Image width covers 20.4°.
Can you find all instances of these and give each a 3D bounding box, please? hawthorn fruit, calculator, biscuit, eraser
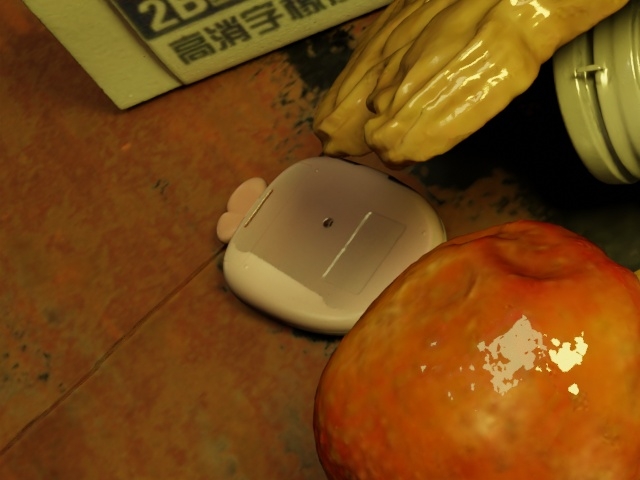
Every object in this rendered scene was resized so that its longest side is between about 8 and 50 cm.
[{"bbox_3d":[0.127,0.034,0.750,0.285,0.165,0.165,-42,41,17],"label":"hawthorn fruit"},{"bbox_3d":[0.000,0.000,0.984,0.166,0.024,0.103,21,70,43],"label":"calculator"},{"bbox_3d":[0.111,-0.150,0.898,0.269,0.051,0.376,-30,16,41],"label":"biscuit"},{"bbox_3d":[-0.066,-0.168,1.094,0.210,0.124,0.068,-20,48,20],"label":"eraser"}]

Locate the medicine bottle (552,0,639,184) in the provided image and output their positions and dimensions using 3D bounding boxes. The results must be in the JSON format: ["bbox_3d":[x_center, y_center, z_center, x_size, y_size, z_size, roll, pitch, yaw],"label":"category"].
[{"bbox_3d":[0.223,-0.090,0.818,0.215,0.135,0.135,-12,50,31],"label":"medicine bottle"}]
